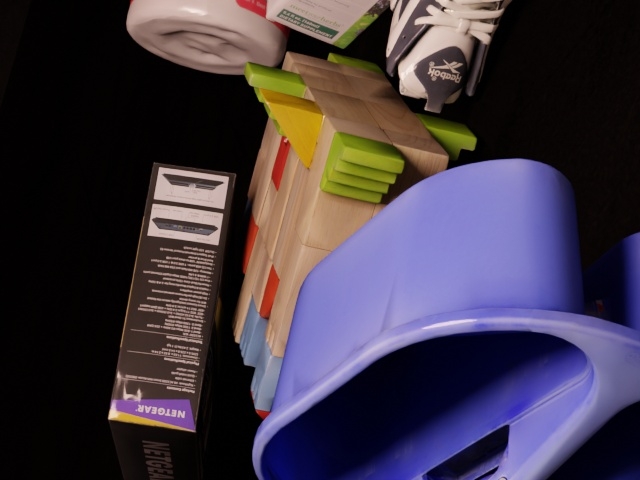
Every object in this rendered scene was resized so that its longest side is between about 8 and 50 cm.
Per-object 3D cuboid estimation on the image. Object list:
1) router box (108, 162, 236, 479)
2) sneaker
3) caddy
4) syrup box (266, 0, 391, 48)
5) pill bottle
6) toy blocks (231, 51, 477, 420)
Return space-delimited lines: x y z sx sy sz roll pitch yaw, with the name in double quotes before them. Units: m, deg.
"router box" -0.135 0.098 1.630 0.309 0.081 0.243 99 179 -69
"sneaker" 0.121 -0.187 1.433 0.235 0.094 0.153 -20 58 59
"caddy" 0.105 0.105 1.101 0.341 0.241 0.179 -41 33 48
"syrup box" 0.046 -0.292 1.651 0.237 0.093 0.096 -37 42 50
"pill bottle" -0.096 -0.357 1.884 0.176 0.176 0.318 -14 61 61
"toy blocks" 0.000 0.000 1.487 0.381 0.190 0.261 -114 38 -69
